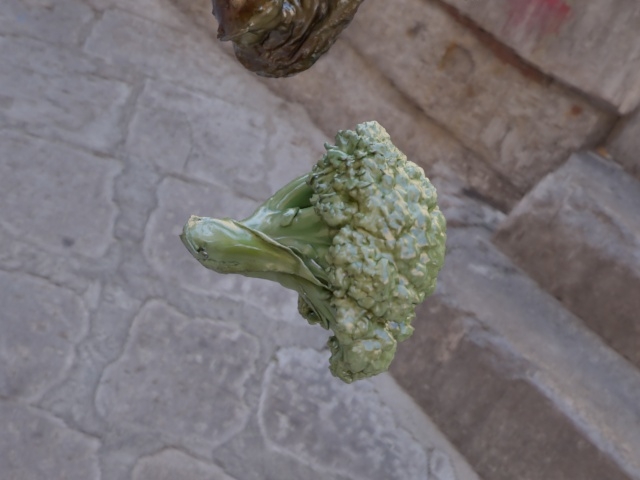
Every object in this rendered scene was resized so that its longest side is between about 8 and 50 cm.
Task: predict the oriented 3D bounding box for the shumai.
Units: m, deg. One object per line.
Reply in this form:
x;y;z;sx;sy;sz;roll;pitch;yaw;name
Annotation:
-0.051;-0.264;1.048;0.153;0.209;0.161;3;75;-40;shumai

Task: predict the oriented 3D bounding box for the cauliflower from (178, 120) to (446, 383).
0.021;0.009;1.204;0.260;0.281;0.327;45;50;-44;cauliflower
